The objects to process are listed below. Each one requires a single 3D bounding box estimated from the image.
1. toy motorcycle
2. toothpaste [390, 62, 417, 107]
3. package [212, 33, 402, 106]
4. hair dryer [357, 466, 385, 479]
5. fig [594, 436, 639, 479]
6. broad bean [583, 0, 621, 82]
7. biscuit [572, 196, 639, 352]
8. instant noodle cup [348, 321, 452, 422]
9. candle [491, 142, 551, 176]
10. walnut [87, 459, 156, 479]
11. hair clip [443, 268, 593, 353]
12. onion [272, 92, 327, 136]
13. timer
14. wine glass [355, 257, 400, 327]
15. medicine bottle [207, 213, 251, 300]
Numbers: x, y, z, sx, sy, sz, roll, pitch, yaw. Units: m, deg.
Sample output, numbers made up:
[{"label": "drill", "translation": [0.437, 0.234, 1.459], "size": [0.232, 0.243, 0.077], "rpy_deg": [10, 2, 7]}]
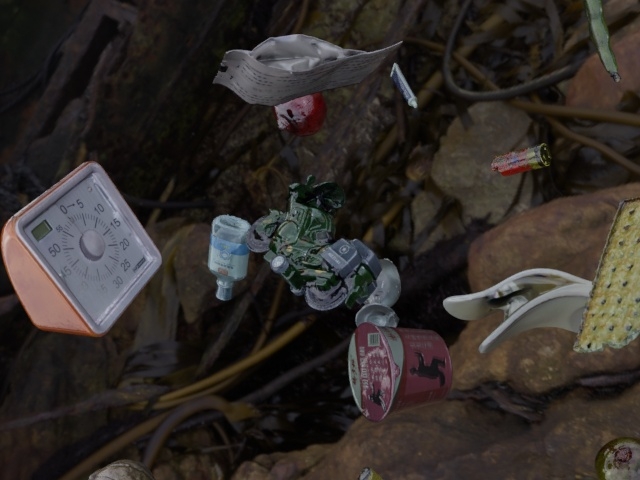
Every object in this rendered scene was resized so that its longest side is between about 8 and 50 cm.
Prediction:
[{"label": "toy motorcycle", "translation": [0.000, 0.000, 1.030], "size": [0.187, 0.124, 0.275], "rpy_deg": [-43, 48, -7]}, {"label": "toothpaste", "translation": [0.183, -0.334, 1.366], "size": [0.037, 0.021, 0.139], "rpy_deg": [108, 150, -46]}, {"label": "package", "translation": [-0.028, -0.249, 0.941], "size": [0.204, 0.251, 0.062], "rpy_deg": [-178, 83, -74]}, {"label": "hair dryer", "translation": [0.170, 0.592, 1.373], "size": [0.135, 0.278, 0.090], "rpy_deg": [-34, 22, 24]}, {"label": "fig", "translation": [0.628, 0.478, 1.232], "size": [0.124, 0.236, 0.124], "rpy_deg": [-31, 30, 20]}, {"label": "broad bean", "translation": [0.717, -0.548, 1.615], "size": [0.043, 0.297, 0.060], "rpy_deg": [-19, 9, 0]}, {"label": "biscuit", "translation": [0.359, 0.033, 0.707], "size": [0.203, 0.016, 0.144], "rpy_deg": [-67, 11, -14]}, {"label": "instant noodle cup", "translation": [0.191, 0.308, 1.498], "size": [0.235, 0.179, 0.234], "rpy_deg": [-179, 90, -67]}, {"label": "candle", "translation": [0.418, -0.167, 1.326], "size": [0.131, 0.052, 0.051], "rpy_deg": [-10, 59, 48]}, {"label": "walnut", "translation": [-0.424, 0.600, 1.404], "size": [0.178, 0.230, 0.178], "rpy_deg": [-39, 8, 6]}, {"label": "hair clip", "translation": [0.377, 0.124, 1.149], "size": [0.282, 0.172, 0.113], "rpy_deg": [-15, 61, -4]}, {"label": "onion", "translation": [-0.047, -0.291, 1.401], "size": [0.131, 0.131, 0.131], "rpy_deg": [-22, 52, 32]}, {"label": "timer", "translation": [-0.452, 0.011, 1.164], "size": [0.162, 0.249, 0.257], "rpy_deg": [-2, 32, 19]}, {"label": "wine glass", "translation": [0.164, 0.156, 1.761], "size": [0.126, 0.126, 0.241], "rpy_deg": [-33, 20, 23]}, {"label": "medicine bottle", "translation": [-0.199, 0.042, 1.356], "size": [0.053, 0.090, 0.208], "rpy_deg": [-67, -8, -52]}]
